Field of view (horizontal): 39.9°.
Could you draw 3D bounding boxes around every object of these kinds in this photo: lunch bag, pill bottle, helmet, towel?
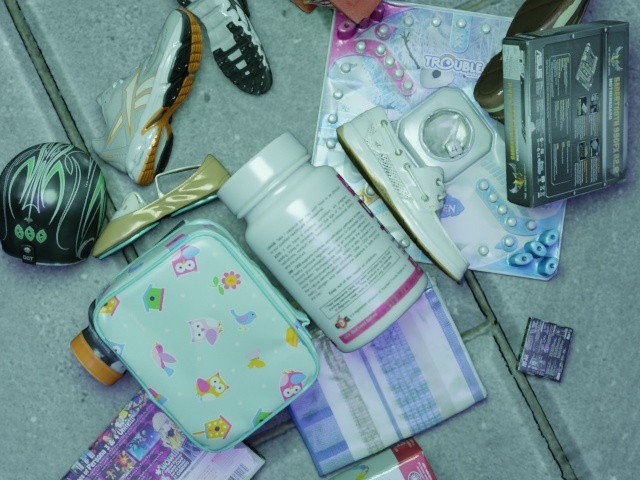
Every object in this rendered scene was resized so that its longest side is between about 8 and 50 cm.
[{"bbox_3d":[-0.141,0.124,1.166,0.224,0.108,0.279,-39,108,-5],"label":"lunch bag"},{"bbox_3d":[0.000,0.000,1.203,0.160,0.160,0.283,-41,93,-2],"label":"pill bottle"},{"bbox_3d":[-0.239,0.096,1.260,0.245,0.130,0.130,-43,88,-2],"label":"pill bottle"},{"bbox_3d":[-0.384,-0.058,1.261,0.169,0.169,0.162,12,104,0],"label":"helmet"},{"bbox_3d":[0.083,0.198,1.306,0.285,0.034,0.209,-26,89,0],"label":"towel"}]

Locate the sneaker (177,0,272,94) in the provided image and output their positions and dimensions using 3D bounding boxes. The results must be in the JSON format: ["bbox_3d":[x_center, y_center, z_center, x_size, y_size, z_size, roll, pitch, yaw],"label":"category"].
[{"bbox_3d":[-0.135,-0.329,1.309,0.078,0.106,0.234,-24,112,32],"label":"sneaker"}]

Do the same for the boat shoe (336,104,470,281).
[{"bbox_3d":[0.136,-0.071,1.237,0.096,0.098,0.277,-36,86,-1],"label":"boat shoe"}]

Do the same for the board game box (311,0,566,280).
[{"bbox_3d":[0.189,-0.159,1.317,0.390,0.050,0.390,8,87,0],"label":"board game box"}]

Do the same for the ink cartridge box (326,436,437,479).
[{"bbox_3d":[0.087,0.382,1.247,0.176,0.127,0.128,-26,88,-3],"label":"ink cartridge box"}]

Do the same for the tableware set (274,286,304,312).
[{"bbox_3d":[-0.104,0.159,1.295,0.128,0.039,0.194,21,80,30],"label":"tableware set"}]

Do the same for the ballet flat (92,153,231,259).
[{"bbox_3d":[-0.242,-0.053,1.297,0.232,0.080,0.073,-29,93,-11],"label":"ballet flat"}]

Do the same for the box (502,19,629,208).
[{"bbox_3d":[0.341,-0.177,1.219,0.183,0.056,0.231,-16,112,-25],"label":"box"}]

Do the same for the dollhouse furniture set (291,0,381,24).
[{"bbox_3d":[0.075,-0.496,1.237,0.152,0.201,0.374,39,88,-30],"label":"dollhouse furniture set"}]

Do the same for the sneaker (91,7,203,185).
[{"bbox_3d":[-0.261,-0.217,1.273,0.121,0.099,0.262,25,104,10],"label":"sneaker"}]

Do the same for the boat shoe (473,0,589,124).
[{"bbox_3d":[0.318,-0.274,1.268,0.095,0.095,0.257,40,83,-32],"label":"boat shoe"}]

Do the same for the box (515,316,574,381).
[{"bbox_3d":[0.334,0.162,1.315,0.067,0.018,0.083,15,87,1],"label":"box"}]

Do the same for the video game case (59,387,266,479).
[{"bbox_3d":[-0.232,0.339,1.282,0.210,0.042,0.232,41,83,0],"label":"video game case"}]
